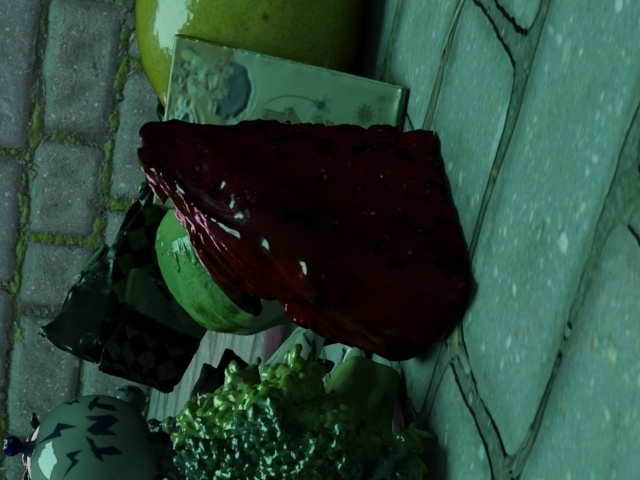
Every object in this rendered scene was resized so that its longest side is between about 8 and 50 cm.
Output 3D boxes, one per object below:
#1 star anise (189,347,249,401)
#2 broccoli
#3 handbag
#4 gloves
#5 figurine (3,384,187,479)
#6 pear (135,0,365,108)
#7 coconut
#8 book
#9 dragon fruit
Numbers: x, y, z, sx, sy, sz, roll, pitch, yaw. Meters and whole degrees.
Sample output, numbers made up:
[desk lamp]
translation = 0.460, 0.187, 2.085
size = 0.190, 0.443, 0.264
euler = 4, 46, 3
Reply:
[star anise]
translation = -0.152, 0.331, 2.051
size = 0.332, 0.118, 0.331
euler = -175, 90, -70
[broccoli]
translation = -0.002, 0.209, 1.229
size = 0.243, 0.263, 0.247
euler = -55, -48, -48
[handbag]
translation = -0.235, 0.004, 1.947
size = 0.416, 0.180, 0.317
euler = -62, -20, -5
[gloves]
translation = -0.018, 0.156, 1.466
size = 0.127, 0.111, 0.212
euler = -161, 81, -76
[figurine]
translation = -0.239, 0.302, 1.819
size = 0.261, 0.382, 0.186
euler = -103, 10, -59
[pear]
translation = -0.085, -0.271, 1.634
size = 0.314, 0.314, 0.314
euler = -174, 90, -79
[coconut]
translation = -0.109, 0.034, 1.779
size = 0.204, 0.236, 0.236
euler = -71, -1, -47
[book]
translation = -0.053, -0.104, 1.472
size = 0.020, 0.295, 0.208
euler = -20, -57, -61
[dragon fruit]
translation = -0.021, -0.034, 1.251
size = 0.302, 0.330, 0.240
euler = 118, 177, -66
